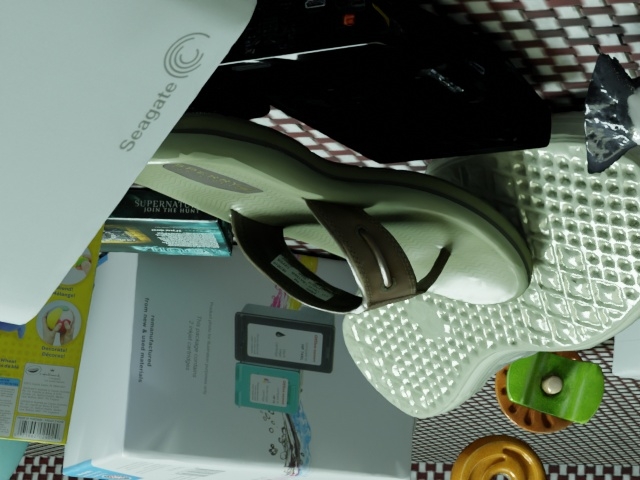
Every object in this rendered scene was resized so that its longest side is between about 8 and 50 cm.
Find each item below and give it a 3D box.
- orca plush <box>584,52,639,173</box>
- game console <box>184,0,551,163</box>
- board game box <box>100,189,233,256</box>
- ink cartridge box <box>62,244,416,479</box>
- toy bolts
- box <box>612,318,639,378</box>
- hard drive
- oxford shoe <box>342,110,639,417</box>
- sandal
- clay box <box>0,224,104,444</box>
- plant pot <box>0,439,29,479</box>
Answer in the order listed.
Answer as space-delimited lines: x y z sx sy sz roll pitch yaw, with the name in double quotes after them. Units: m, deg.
0.294 -0.058 1.013 0.287 0.151 0.102 -4 -163 15 "orca plush"
-0.056 -0.083 1.099 0.361 0.044 0.213 -4 165 30 "game console"
-0.168 -0.015 1.453 0.186 0.026 0.126 2 167 3 "board game box"
-0.072 0.121 1.637 0.270 0.197 0.198 8 165 -22 "ink cartridge box"
0.157 0.185 1.917 0.228 0.218 0.158 22 172 -1 "toy bolts"
0.344 0.053 1.386 0.181 0.119 0.181 6 174 -15 "box"
-0.223 -0.081 0.836 0.353 0.047 0.233 15 121 -46 "hard drive"
0.143 0.007 1.293 0.130 0.169 0.449 -36 175 -26 "oxford shoe"
-0.002 0.000 1.129 0.302 0.086 0.120 17 157 -31 "sandal"
-0.223 0.023 1.246 0.127 0.222 0.053 9 -177 -23 "clay box"
-0.373 0.113 1.589 0.293 0.235 0.293 3 166 1 "plant pot"
